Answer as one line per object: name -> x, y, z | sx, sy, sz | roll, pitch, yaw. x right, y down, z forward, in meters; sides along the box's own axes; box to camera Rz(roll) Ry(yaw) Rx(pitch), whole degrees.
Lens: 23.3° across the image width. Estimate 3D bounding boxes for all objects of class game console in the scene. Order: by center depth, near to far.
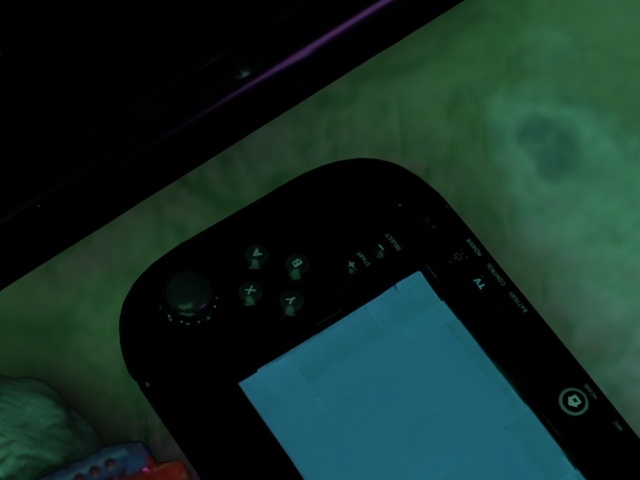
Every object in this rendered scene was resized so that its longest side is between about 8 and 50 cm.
game console -> 0.000, 0.000, 0.444 | 0.213, 0.044, 0.361 | -34, 70, -9

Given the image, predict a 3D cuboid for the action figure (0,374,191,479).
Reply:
action figure -> -0.095, 0.200, 0.475 | 0.341, 0.178, 0.330 | -15, 88, -20
